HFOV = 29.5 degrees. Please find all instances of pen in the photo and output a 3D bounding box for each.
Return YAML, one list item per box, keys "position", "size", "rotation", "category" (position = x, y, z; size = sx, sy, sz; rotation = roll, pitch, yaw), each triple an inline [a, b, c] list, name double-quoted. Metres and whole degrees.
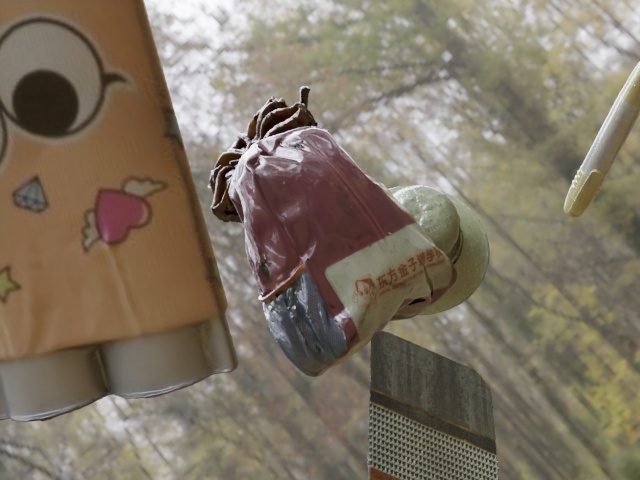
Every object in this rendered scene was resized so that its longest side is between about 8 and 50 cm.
- position: [0.314, -0.106, 1.321]
  size: [0.233, 0.032, 0.040]
  rotation: [107, -176, -47]
  category: "pen"

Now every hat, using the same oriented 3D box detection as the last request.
- position: [0.166, -0.016, 2.039]
  size: [0.257, 0.257, 0.130]
  rotation: [-36, -24, -20]
  category: "hat"

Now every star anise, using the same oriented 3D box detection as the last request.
- position: [-0.079, -0.116, 1.869]
  size: [0.220, 0.126, 0.190]
  rotation: [-40, 20, 20]
  category: "star anise"

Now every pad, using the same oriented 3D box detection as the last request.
- position: [0.068, 0.163, 1.231]
  size: [0.055, 0.323, 0.250]
  rotation: [-30, 36, 28]
  category: "pad"

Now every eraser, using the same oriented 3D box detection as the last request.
- position: [-0.163, -0.044, 0.742]
  size: [0.171, 0.290, 0.087]
  rotation: [-12, 15, 7]
  category: "eraser"

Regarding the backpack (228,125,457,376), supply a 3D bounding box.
- position: [0.000, 0.000, 1.659]
  size: [0.283, 0.317, 0.197]
  rotation: [-27, -9, -48]
  category: "backpack"
